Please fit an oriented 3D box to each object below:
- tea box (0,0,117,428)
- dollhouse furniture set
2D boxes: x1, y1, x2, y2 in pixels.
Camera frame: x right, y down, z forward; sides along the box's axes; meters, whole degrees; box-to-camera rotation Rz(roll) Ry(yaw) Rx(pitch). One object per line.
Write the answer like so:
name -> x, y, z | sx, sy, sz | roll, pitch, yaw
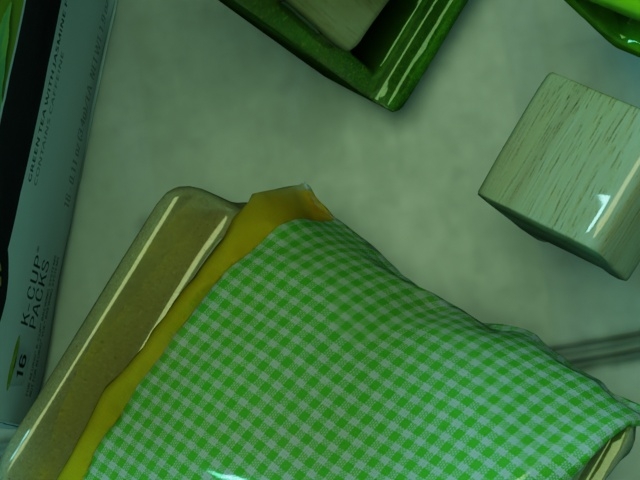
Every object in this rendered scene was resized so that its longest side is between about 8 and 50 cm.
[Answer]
tea box -> -0.272, -0.080, 0.610 | 0.329, 0.323, 0.220 | 10, 83, 10
dollhouse furniture set -> 0.000, 0.000, 0.608 | 0.197, 0.151, 0.301 | 29, 87, 37
